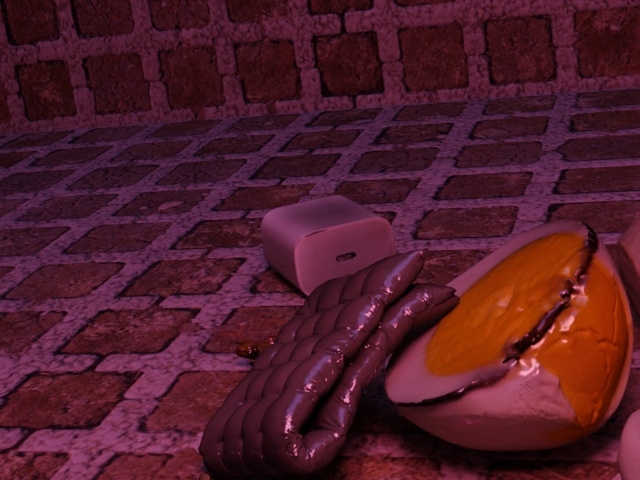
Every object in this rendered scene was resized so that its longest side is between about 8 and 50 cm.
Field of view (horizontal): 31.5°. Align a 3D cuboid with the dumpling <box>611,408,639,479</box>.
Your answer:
[{"bbox_3d":[0.356,0.242,1.188,0.151,0.124,0.229,-41,8,33],"label":"dumpling"}]

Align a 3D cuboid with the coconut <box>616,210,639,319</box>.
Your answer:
[{"bbox_3d":[0.538,0.039,1.547,0.230,0.227,0.227,-18,18,3],"label":"coconut"}]

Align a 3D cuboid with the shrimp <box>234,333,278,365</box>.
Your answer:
[{"bbox_3d":[-0.020,0.157,1.687,0.217,0.051,0.115,-7,14,-1],"label":"shrimp"}]

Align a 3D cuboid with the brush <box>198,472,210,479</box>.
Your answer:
[{"bbox_3d":[-0.131,0.336,1.190,0.048,0.054,0.282,-18,19,-1],"label":"brush"}]

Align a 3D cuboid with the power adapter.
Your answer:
[{"bbox_3d":[0.000,0.000,2.038,0.187,0.124,0.255,-13,18,-19],"label":"power adapter"}]

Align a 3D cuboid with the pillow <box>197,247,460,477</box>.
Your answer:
[{"bbox_3d":[0.003,0.153,1.390,0.326,0.101,0.228,-48,14,-32],"label":"pillow"}]

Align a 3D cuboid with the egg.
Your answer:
[{"bbox_3d":[0.247,0.146,1.366,0.337,0.201,0.337,-35,12,9],"label":"egg"}]
